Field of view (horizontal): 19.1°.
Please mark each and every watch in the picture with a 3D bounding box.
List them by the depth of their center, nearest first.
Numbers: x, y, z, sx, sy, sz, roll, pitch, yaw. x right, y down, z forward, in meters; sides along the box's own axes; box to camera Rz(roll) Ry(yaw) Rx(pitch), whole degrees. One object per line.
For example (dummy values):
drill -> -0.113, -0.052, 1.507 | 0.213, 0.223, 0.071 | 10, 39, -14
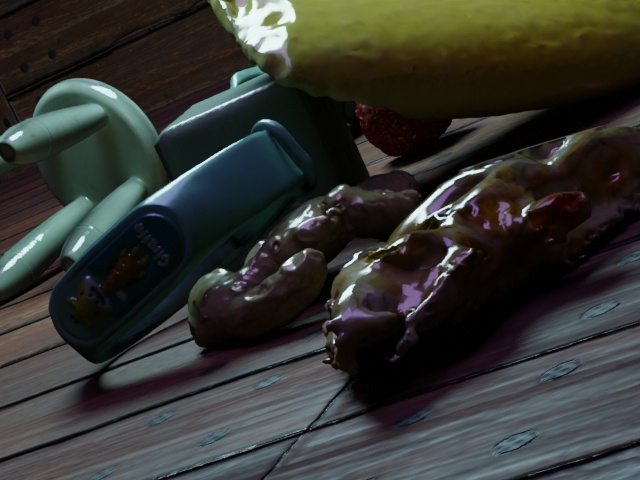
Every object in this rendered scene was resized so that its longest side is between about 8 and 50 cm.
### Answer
watch -> -0.105, 0.007, 1.431 | 0.237, 0.068, 0.195 | -44, -8, 26

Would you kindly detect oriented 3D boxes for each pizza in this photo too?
pizza -> 0.075, 0.007, 1.118 | 0.189, 0.071, 0.297 | -15, 14, 46

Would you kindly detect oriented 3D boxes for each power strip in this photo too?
power strip -> -0.043, -0.073, 1.679 | 0.139, 0.140, 0.224 | -24, 8, 11

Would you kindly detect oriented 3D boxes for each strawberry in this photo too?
strawberry -> 0.077, -0.122, 1.806 | 0.106, 0.106, 0.106 | -25, 9, 4

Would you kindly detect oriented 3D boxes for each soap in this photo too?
soap -> 0.111, -0.189, 1.638 | 0.427, 0.115, 0.306 | -8, 25, -17

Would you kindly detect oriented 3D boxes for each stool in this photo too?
stool -> -0.300, -0.062, 2.143 | 0.195, 0.195, 0.199 | -18, 14, 39

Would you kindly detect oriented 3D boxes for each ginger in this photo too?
ginger -> -0.013, 0.006, 1.401 | 0.149, 0.065, 0.258 | -23, 11, 31

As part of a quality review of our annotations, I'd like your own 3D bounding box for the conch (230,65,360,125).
conch -> 0.004, -0.175, 2.183 | 0.202, 0.134, 0.196 | -19, 50, 7
